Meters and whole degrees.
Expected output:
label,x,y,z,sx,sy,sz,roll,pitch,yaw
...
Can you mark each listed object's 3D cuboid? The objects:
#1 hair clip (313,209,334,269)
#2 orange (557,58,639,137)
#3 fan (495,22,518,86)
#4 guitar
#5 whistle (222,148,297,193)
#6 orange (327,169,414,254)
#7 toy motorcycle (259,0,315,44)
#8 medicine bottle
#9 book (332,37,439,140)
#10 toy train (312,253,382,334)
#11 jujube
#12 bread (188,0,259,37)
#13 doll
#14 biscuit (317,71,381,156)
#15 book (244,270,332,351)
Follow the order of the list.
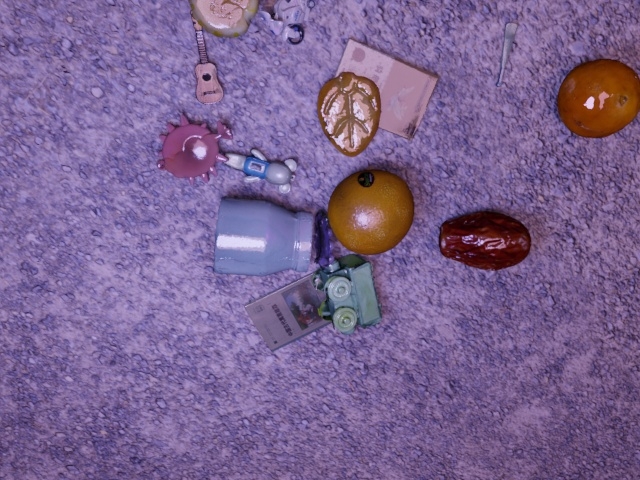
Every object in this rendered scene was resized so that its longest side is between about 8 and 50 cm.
label,x,y,z,sx,sy,sz,roll,pitch,yaw
hair clip,-0.001,0.000,1.745,0.052,0.124,0.195,3,73,-27
orange,0.854,-0.435,1.662,0.240,0.240,0.240,-2,108,-5
fan,0.577,-0.580,1.693,0.038,0.016,0.193,7,106,-5
guitar,-0.347,-0.542,1.602,0.084,0.038,0.271,-10,104,-8
whistle,-0.193,-0.227,1.703,0.236,0.077,0.114,15,99,-4
orange,0.159,-0.089,1.682,0.274,0.274,0.274,-2,108,-5
toy motorcycle,-0.097,-0.686,1.554,0.150,0.102,0.221,2,112,-28
medicine bottle,-0.176,-0.005,1.682,0.290,0.245,0.245,6,107,-7
book,0.190,-0.467,1.688,0.310,0.021,0.216,19,105,-11
toy train,0.089,0.179,1.809,0.188,0.159,0.271,-20,108,-17
jujube,0.542,0.003,1.792,0.290,0.197,0.197,3,108,9
bread,-0.272,-0.686,1.527,0.213,0.105,0.213,-6,114,-12
doll,-0.387,-0.278,1.651,0.262,0.093,0.211,-32,101,13
biscuit,0.093,-0.387,1.673,0.203,0.041,0.260,-5,107,-3
book,-0.093,0.249,1.888,0.283,0.025,0.214,-28,109,2
